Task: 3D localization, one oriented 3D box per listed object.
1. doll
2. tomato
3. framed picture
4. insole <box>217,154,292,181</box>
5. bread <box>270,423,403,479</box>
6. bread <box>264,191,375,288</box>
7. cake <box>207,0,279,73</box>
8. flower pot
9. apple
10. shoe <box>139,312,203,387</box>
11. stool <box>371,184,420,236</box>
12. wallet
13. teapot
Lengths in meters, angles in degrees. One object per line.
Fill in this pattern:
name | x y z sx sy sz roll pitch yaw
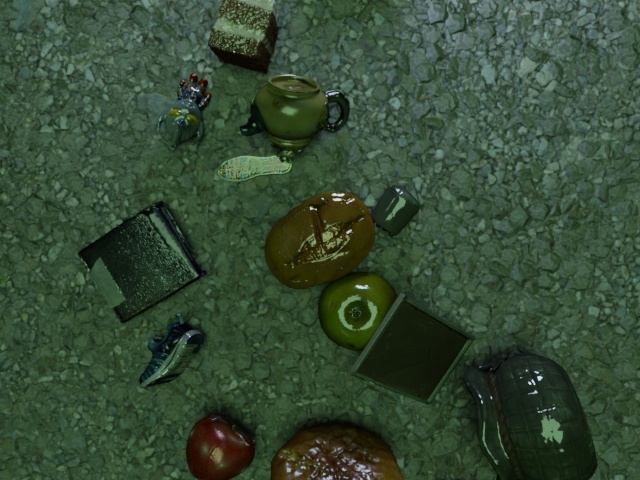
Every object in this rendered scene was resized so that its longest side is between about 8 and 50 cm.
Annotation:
doll | -0.332 -0.314 1.094 0.104 0.062 0.195 23 84 -37
tomato | -0.251 0.507 1.070 0.167 0.167 0.168 0 92 2
framed picture | 0.225 0.265 1.036 0.289 0.016 0.213 30 94 -32
insole | -0.167 -0.186 1.118 0.193 0.006 0.065 -5 92 3
bread | 0.029 0.557 0.998 0.311 0.312 0.173 1 110 2
bread | 0.000 0.000 1.052 0.269 0.142 0.196 -28 90 5
cake | -0.176 -0.494 1.043 0.134 0.135 0.147 14 97 1
flower pot | 0.459 0.400 0.990 0.212 0.302 0.302 -17 91 16
apple | 0.091 0.168 1.046 0.196 0.157 0.197 -1 84 7
shoe | -0.386 0.285 1.110 0.106 0.091 0.207 41 98 23
stool | 0.177 -0.072 1.066 0.096 0.096 0.110 36 97 1
wallet | -0.448 0.056 1.114 0.262 0.071 0.221 -31 95 6
teapot | -0.058 -0.285 1.049 0.269 0.173 0.183 -7 129 -21
